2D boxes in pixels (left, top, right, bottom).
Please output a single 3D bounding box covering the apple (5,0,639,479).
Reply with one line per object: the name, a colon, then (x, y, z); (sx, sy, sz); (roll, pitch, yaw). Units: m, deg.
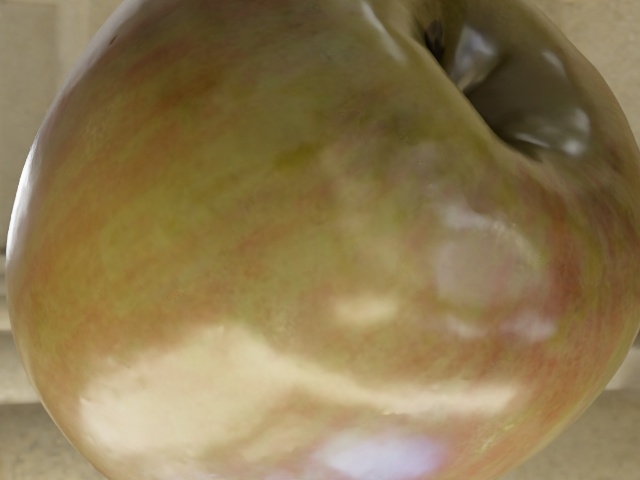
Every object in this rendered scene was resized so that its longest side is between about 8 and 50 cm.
apple: (0.000, 0.000, 0.596); (0.234, 0.257, 0.257); (-50, -134, 31)
